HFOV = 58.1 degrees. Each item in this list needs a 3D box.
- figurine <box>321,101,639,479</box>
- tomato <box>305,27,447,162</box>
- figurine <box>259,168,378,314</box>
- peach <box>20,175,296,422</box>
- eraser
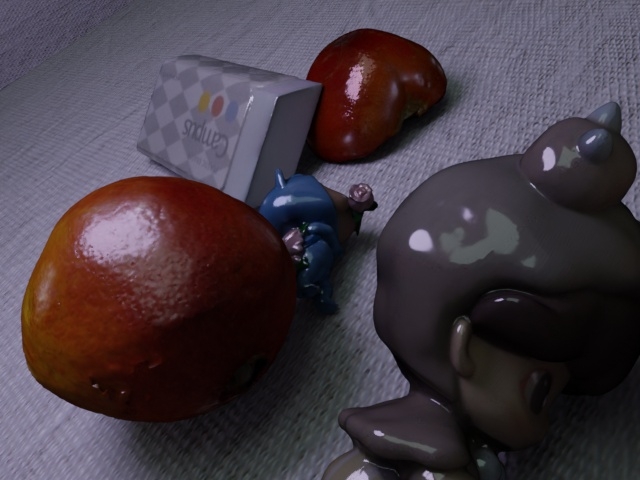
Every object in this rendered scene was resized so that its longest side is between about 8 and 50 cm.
[{"bbox_3d":[0.102,0.094,0.430,0.203,0.248,0.381,31,79,32],"label":"figurine"},{"bbox_3d":[0.061,-0.238,0.871,0.233,0.140,0.200,-42,34,-18],"label":"tomato"},{"bbox_3d":[0.003,-0.003,0.676,0.144,0.114,0.178,-14,51,5],"label":"figurine"},{"bbox_3d":[-0.159,0.063,0.577,0.280,0.238,0.281,-7,36,5],"label":"peach"},{"bbox_3d":[-0.171,-0.197,0.958,0.396,0.082,0.213,30,104,46],"label":"eraser"}]
